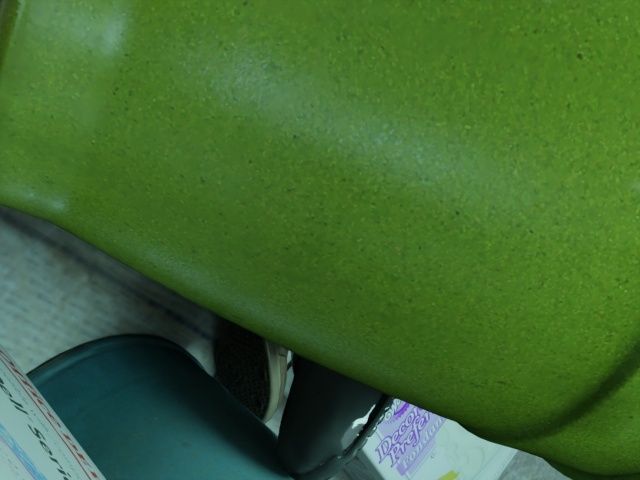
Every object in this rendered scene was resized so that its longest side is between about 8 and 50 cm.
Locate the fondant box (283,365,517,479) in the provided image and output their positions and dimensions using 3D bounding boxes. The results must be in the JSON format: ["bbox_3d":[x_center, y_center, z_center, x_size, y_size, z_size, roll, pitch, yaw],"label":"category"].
[{"bbox_3d":[0.116,0.141,1.074,0.238,0.096,0.330,-51,143,-15],"label":"fondant box"}]

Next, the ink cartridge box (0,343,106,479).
[{"bbox_3d":[-0.197,0.109,0.500,0.119,0.207,0.353,-42,155,-7],"label":"ink cartridge box"}]

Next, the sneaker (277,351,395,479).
[{"bbox_3d":[0.000,0.000,0.754,0.146,0.122,0.331,28,58,-20],"label":"sneaker"}]

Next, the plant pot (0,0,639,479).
[{"bbox_3d":[0.026,-0.093,0.542,0.352,0.366,0.367,16,104,-16],"label":"plant pot"}]

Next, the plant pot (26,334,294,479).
[{"bbox_3d":[-0.093,0.243,0.741,0.271,0.255,0.272,-30,135,-36],"label":"plant pot"}]

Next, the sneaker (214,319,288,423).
[{"bbox_3d":[-0.037,0.060,0.849,0.071,0.066,0.188,-29,135,-39],"label":"sneaker"}]
